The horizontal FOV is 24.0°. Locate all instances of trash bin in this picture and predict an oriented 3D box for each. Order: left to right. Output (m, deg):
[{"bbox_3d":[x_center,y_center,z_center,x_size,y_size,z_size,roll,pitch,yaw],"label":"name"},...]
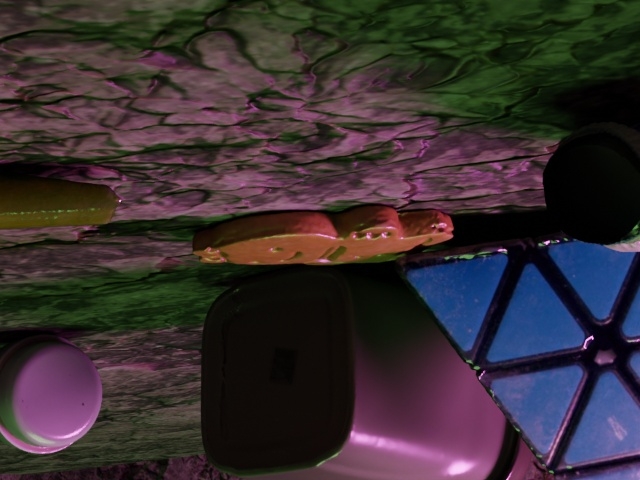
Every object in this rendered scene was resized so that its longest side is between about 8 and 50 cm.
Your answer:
[{"bbox_3d":[0.037,0.133,1.332,0.219,0.219,0.250,-15,157,34],"label":"trash bin"}]

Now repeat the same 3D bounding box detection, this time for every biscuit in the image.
[{"bbox_3d":[0.005,0.000,1.099,0.184,0.027,0.133,2,168,-33],"label":"biscuit"}]

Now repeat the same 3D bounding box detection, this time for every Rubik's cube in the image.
[{"bbox_3d":[0.205,0.067,1.207,0.228,0.228,0.233,25,141,22],"label":"Rubik's cube"}]

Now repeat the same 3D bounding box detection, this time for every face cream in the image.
[{"bbox_3d":[-0.282,0.152,1.496,0.117,0.117,0.104,3,173,-37],"label":"face cream"}]

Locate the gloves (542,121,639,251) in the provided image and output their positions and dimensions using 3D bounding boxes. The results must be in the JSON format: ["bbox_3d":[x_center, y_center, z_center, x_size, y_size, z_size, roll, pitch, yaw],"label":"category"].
[{"bbox_3d":[0.218,-0.027,0.884,0.119,0.097,0.229,-9,165,40],"label":"gloves"}]

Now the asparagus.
[{"bbox_3d":[-0.201,-0.023,0.853,0.178,0.041,0.045,-3,-167,-31],"label":"asparagus"}]
